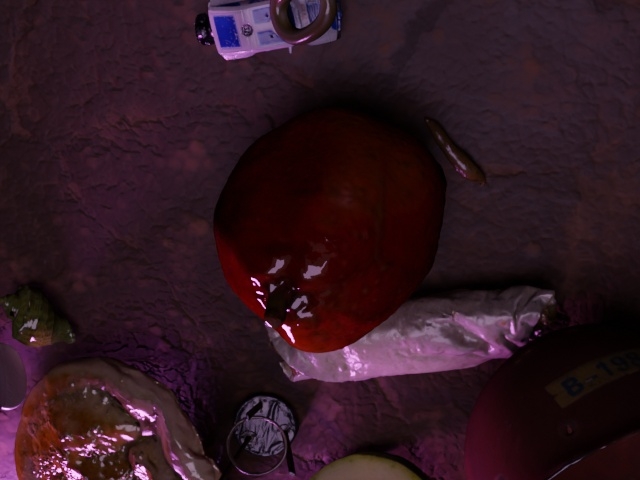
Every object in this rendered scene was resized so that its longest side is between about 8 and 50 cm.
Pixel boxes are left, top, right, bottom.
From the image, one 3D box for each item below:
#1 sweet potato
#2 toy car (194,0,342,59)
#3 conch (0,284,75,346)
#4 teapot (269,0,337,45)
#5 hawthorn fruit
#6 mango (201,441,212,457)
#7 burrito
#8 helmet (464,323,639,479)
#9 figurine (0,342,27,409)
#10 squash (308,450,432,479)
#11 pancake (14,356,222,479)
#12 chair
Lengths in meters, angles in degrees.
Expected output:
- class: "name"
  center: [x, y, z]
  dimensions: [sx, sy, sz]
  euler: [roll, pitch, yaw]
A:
- class: "sweet potato"
  center: [0.165, -0.106, 1.263]
  dimensions: [0.026, 0.026, 0.115]
  euler: [-37, 107, 23]
- class: "toy car"
  center: [-0.062, -0.258, 1.195]
  dimensions: [0.170, 0.070, 0.080]
  euler: [-7, 116, 11]
- class: "conch"
  center: [-0.401, 0.112, 1.442]
  dimensions: [0.121, 0.074, 0.089]
  euler: [35, 150, -28]
- class: "teapot"
  center: [-0.053, -0.339, 1.097]
  dimensions: [0.175, 0.185, 0.268]
  euler: [-15, 91, 50]
- class: "hawthorn fruit"
  center: [0.000, 0.000, 1.184]
  dimensions: [0.265, 0.307, 0.265]
  euler: [13, 135, 14]
- class: "mango"
  center: [-0.189, 0.391, 1.516]
  dimensions: [0.138, 0.113, 0.253]
  euler: [-1, 109, 13]
- class: "burrito"
  center: [0.119, 0.127, 1.361]
  dimensions: [0.392, 0.076, 0.117]
  euler: [-9, 121, 15]
- class: "helmet"
  center: [0.310, 0.236, 1.277]
  dimensions: [0.384, 0.230, 0.338]
  euler: [-22, 143, -10]
- class: "figurine"
  center: [-0.542, 0.300, 1.453]
  dimensions: [0.284, 0.206, 0.316]
  euler: [51, 121, 12]
- class: "squash"
  center: [0.064, 0.419, 1.435]
  dimensions: [0.252, 0.252, 0.049]
  euler: [-19, 146, 17]
- class: "pancake"
  center: [-0.294, 0.341, 1.448]
  dimensions: [0.386, 0.082, 0.387]
  euler: [10, 111, 29]
- class: "chair"
  center: [-0.082, 0.264, 1.399]
  dimensions: [0.104, 0.221, 0.095]
  euler: [-6, 89, 2]
